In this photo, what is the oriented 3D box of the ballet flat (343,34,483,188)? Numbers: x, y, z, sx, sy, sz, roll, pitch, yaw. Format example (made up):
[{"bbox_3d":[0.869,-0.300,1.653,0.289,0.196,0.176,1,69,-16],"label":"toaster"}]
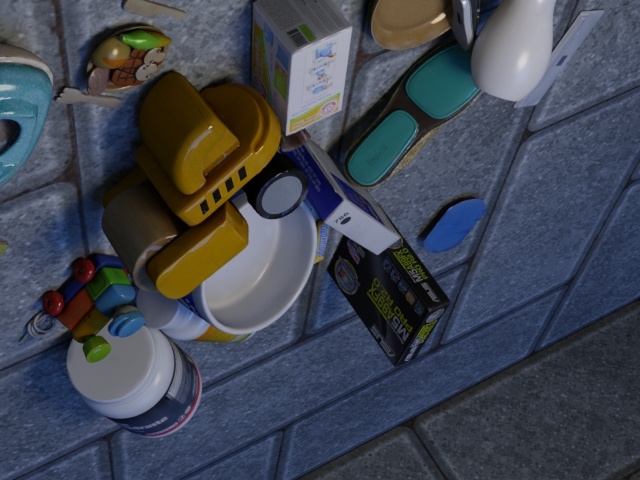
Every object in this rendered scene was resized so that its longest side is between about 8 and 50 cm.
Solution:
[{"bbox_3d":[0.176,-0.231,2.108,0.348,0.123,0.123,-46,153,14],"label":"ballet flat"}]

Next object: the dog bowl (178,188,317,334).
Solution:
[{"bbox_3d":[-0.134,0.024,2.056,0.265,0.104,0.265,-25,127,-37],"label":"dog bowl"}]

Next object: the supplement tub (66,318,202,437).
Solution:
[{"bbox_3d":[-0.347,0.254,2.236,0.191,0.191,0.272,-33,156,-1],"label":"supplement tub"}]

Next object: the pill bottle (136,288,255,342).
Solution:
[{"bbox_3d":[-0.224,0.119,2.208,0.136,0.136,0.245,-44,154,20],"label":"pill bottle"}]

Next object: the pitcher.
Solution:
[{"bbox_3d":[0.334,-0.344,1.964,0.178,0.125,0.207,-29,140,-64],"label":"pitcher"}]

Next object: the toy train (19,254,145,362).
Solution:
[{"bbox_3d":[-0.408,0.151,2.032,0.248,0.143,0.105,-44,153,21],"label":"toy train"}]

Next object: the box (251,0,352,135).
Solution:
[{"bbox_3d":[-0.032,-0.269,1.765,0.103,0.114,0.203,-27,155,-18],"label":"box"}]

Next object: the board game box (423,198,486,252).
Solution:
[{"bbox_3d":[0.294,-0.042,2.679,0.133,0.033,0.169,2,133,-45],"label":"board game box"}]

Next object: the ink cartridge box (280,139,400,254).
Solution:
[{"bbox_3d":[0.026,-0.086,2.110,0.065,0.165,0.332,-37,155,10],"label":"ink cartridge box"}]

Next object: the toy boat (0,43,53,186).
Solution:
[{"bbox_3d":[-0.481,-0.116,1.453,0.318,0.148,0.267,-10,146,-43],"label":"toy boat"}]

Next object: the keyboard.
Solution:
[{"bbox_3d":[0.469,-0.356,2.350,0.072,0.014,0.256,-18,152,-41],"label":"keyboard"}]

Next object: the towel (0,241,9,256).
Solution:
[{"bbox_3d":[-0.522,0.028,1.832,0.083,0.009,0.060,-46,154,25],"label":"towel"}]

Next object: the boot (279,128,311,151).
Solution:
[{"bbox_3d":[-0.038,-0.197,1.888,0.106,0.114,0.037,-25,154,-18],"label":"boot"}]

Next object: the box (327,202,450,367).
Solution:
[{"bbox_3d":[0.135,0.092,2.440,0.060,0.270,0.216,-19,152,-32],"label":"box"}]

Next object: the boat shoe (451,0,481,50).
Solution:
[{"bbox_3d":[0.242,-0.362,1.937,0.040,0.049,0.142,-31,153,-8],"label":"boat shoe"}]

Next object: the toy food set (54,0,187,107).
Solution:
[{"bbox_3d":[-0.263,-0.241,1.624,0.132,0.038,0.192,1,138,-52],"label":"toy food set"}]

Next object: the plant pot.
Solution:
[{"bbox_3d":[0.173,-0.399,1.882,0.236,0.032,0.236,-28,156,-14],"label":"plant pot"}]

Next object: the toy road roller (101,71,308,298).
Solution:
[{"bbox_3d":[-0.206,-0.100,1.775,0.329,0.202,0.240,-41,143,2],"label":"toy road roller"}]

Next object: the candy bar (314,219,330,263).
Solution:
[{"bbox_3d":[0.000,0.000,2.410,0.040,0.018,0.161,-23,154,-23],"label":"candy bar"}]
